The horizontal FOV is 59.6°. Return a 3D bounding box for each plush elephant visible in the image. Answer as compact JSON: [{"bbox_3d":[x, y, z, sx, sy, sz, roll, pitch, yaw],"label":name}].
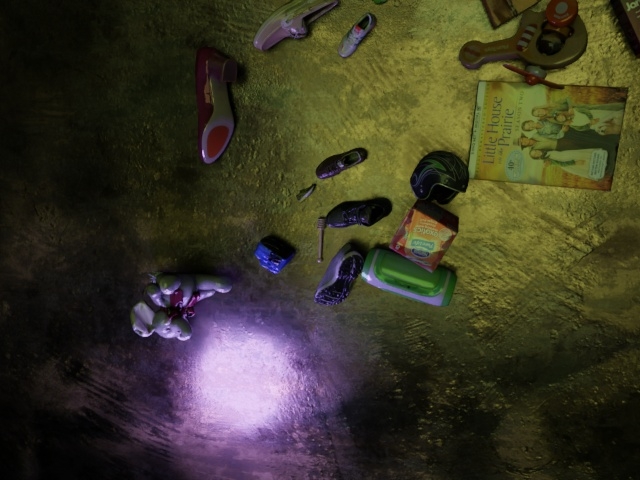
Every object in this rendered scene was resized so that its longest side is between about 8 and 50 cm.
[{"bbox_3d":[-0.522,0.245,2.013,0.330,0.272,0.255,1,88,43],"label":"plush elephant"}]

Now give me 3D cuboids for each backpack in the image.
[{"bbox_3d":[-0.172,0.050,1.964,0.120,0.098,0.101,35,111,4],"label":"backpack"}]

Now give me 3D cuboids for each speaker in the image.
[{"bbox_3d":[0.291,0.121,1.846,0.296,0.131,0.131,18,105,10],"label":"speaker"}]

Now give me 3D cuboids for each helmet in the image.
[{"bbox_3d":[0.376,-0.198,1.737,0.169,0.169,0.161,49,127,1],"label":"helmet"}]

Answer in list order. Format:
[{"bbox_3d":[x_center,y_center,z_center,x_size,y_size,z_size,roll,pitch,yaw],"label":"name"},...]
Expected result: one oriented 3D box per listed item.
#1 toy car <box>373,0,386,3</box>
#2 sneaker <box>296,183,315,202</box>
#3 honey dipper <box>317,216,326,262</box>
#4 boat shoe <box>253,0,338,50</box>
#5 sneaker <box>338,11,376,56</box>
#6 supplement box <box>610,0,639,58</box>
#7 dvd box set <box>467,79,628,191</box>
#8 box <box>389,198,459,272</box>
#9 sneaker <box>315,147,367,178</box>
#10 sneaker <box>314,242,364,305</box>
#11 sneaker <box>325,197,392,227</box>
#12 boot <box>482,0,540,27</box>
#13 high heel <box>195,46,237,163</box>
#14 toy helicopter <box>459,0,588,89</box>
[{"bbox_3d":[0.161,-0.848,1.719,0.239,0.053,0.225,-14,97,17],"label":"toy car"},{"bbox_3d":[-0.053,-0.167,1.924,0.035,0.031,0.083,45,108,3],"label":"sneaker"},{"bbox_3d":[0.000,0.000,1.946,0.030,0.030,0.160,7,105,13],"label":"honey dipper"},{"bbox_3d":[-0.082,-0.700,1.786,0.302,0.109,0.098,-36,90,12],"label":"boat shoe"},{"bbox_3d":[0.109,-0.652,1.761,0.057,0.075,0.161,45,108,2],"label":"sneaker"},{"bbox_3d":[0.908,-0.622,1.562,0.104,0.081,0.188,-26,94,18],"label":"supplement box"},{"bbox_3d":[0.674,-0.320,1.693,0.420,0.062,0.307,7,102,12],"label":"dvd box set"},{"bbox_3d":[0.323,-0.029,1.716,0.154,0.300,0.142,31,107,6],"label":"box"},{"bbox_3d":[0.061,-0.258,1.855,0.188,0.071,0.066,-25,94,17],"label":"sneaker"},{"bbox_3d":[0.062,0.122,1.929,0.100,0.108,0.271,18,124,-23],"label":"sneaker"},{"bbox_3d":[0.115,-0.087,1.848,0.227,0.130,0.087,-8,97,18],"label":"sneaker"},{"bbox_3d":[0.552,-0.804,1.609,0.264,0.096,0.280,-33,93,18],"label":"boot"},{"bbox_3d":[-0.386,-0.466,1.932,0.181,0.127,0.377,33,114,36],"label":"high heel"},{"bbox_3d":[0.584,-0.548,1.631,0.355,0.140,0.235,-1,87,29],"label":"toy helicopter"}]
